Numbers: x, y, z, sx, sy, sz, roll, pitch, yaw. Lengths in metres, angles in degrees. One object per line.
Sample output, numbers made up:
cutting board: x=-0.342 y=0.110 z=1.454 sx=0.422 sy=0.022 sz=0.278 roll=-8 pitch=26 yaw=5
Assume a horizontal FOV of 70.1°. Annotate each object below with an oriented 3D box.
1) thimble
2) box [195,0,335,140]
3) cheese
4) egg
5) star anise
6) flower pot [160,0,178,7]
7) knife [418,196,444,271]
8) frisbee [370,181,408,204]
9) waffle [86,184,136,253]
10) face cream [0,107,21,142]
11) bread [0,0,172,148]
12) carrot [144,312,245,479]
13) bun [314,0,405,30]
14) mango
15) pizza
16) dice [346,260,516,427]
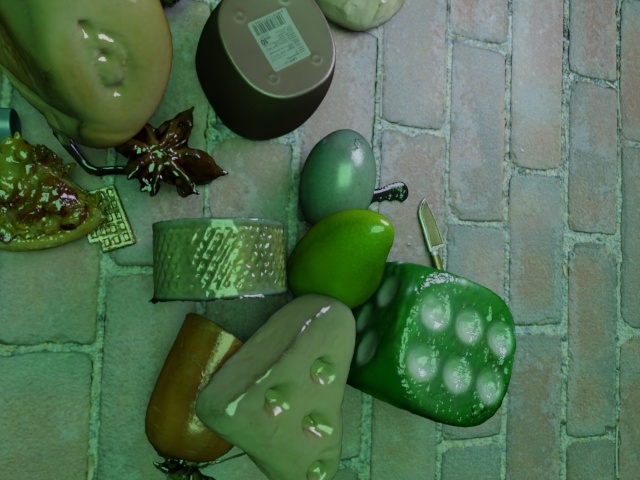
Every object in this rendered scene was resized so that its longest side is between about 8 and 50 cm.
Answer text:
thimble: x=-0.198 y=0.038 z=0.898 sx=0.271 sy=0.271 sz=0.149 roll=-2 pitch=87 yaw=-18
box: x=-0.112 y=-0.388 z=0.972 sx=0.301 sy=0.216 sz=0.300 roll=1 pitch=85 yaw=-17
cheese: x=-0.024 y=0.287 z=0.879 sx=0.328 sy=0.130 sz=0.351 roll=-50 pitch=125 yaw=-25
egg: x=0.039 y=-0.132 z=1.025 sx=0.169 sy=0.169 sz=0.236 roll=7 pitch=98 yaw=-17
star anise: x=-0.358 y=-0.184 z=0.928 sx=0.347 sy=0.148 sz=0.237 roll=8 pitch=63 yaw=-14
flower pot: x=-0.357 y=-0.591 z=0.922 sx=0.203 sy=0.212 sz=0.212 roll=35 pitch=78 yaw=-24
knife: x=0.297 y=0.013 z=1.180 sx=0.046 sy=0.022 sz=0.255 roll=-15 pitch=88 yaw=-11
frisbee: x=0.101 y=-0.119 z=1.130 sx=0.211 sy=0.012 sz=0.187 roll=-44 pitch=100 yaw=-13
waffle: x=-0.450 y=-0.042 z=0.950 sx=0.092 sy=0.021 sz=0.134 roll=-19 pitch=92 yaw=-19
face cream: x=-0.709 y=-0.213 z=0.846 sx=0.250 sy=0.077 sz=0.077 roll=-2 pitch=88 yaw=-18
bread: x=-0.428 y=-0.381 z=0.761 sx=0.376 sy=0.348 sz=0.253 roll=36 pitch=58 yaw=23
carrot: x=-0.237 y=0.328 z=0.912 sx=0.193 sy=0.214 sz=0.331 roll=13 pitch=76 yaw=25
bun: x=0.101 y=-0.654 z=1.085 sx=0.288 sy=0.146 sz=0.287 roll=0 pitch=89 yaw=-16
mango: x=0.044 y=0.044 z=0.941 sx=0.192 sy=0.343 sz=0.156 roll=32 pitch=57 yaw=-6
pizza: x=-0.560 y=-0.089 z=0.860 sx=0.290 sy=0.081 sz=0.228 roll=-3 pitch=102 yaw=-11
dice: x=0.220 y=0.222 z=1.004 sx=0.297 sy=0.300 sz=0.287 roll=25 pitch=79 yaw=-15
